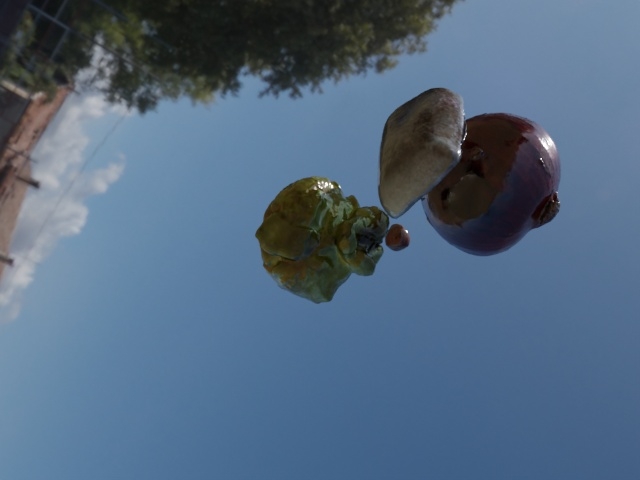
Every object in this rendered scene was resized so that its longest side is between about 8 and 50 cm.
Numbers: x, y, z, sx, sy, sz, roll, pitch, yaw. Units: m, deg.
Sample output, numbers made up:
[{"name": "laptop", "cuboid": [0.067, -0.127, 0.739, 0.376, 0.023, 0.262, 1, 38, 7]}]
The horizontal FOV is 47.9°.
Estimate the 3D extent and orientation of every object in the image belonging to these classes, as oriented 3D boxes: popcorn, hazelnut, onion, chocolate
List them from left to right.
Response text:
[{"name": "popcorn", "cuboid": [0.004, 0.002, 1.512, 0.276, 0.276, 0.225, -55, 178, 10]}, {"name": "hazelnut", "cuboid": [0.224, -0.009, 2.114, 0.086, 0.086, 0.086, -41, -148, 33]}, {"name": "chocolate", "cuboid": [0.168, -0.172, 1.289, 0.185, 0.100, 0.303, -42, -160, 32]}, {"name": "onion", "cuboid": [0.382, -0.134, 1.656, 0.341, 0.341, 0.341, -41, -148, 33]}]
